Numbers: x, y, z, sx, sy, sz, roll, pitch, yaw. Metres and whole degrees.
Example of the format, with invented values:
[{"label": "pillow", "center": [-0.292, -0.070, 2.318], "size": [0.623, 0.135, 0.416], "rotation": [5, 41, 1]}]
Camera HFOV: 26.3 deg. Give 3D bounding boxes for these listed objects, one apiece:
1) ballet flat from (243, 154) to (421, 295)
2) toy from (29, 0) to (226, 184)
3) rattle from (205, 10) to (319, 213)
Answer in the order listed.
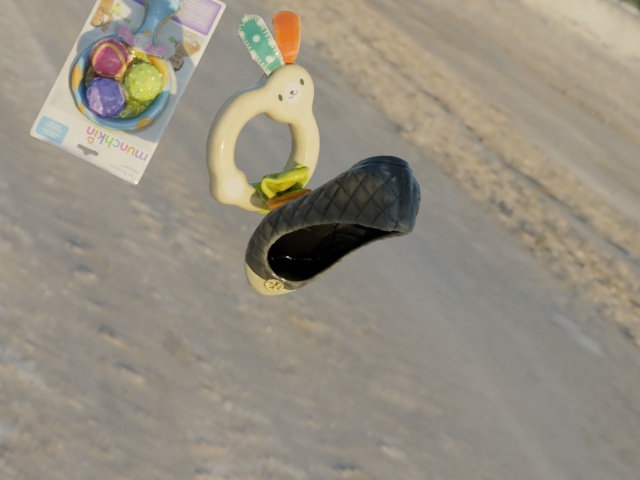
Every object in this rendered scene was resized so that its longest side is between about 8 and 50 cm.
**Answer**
[{"label": "ballet flat", "center": [0.000, 0.000, 0.855], "size": [0.057, 0.173, 0.049], "rotation": [18, 58, -26]}, {"label": "toy", "center": [-0.219, -0.201, 1.558], "size": [0.137, 0.237, 0.056], "rotation": [26, -10, -1]}, {"label": "rattle", "center": [-0.028, -0.116, 1.312], "size": [0.130, 0.199, 0.143], "rotation": [16, 6, -21]}]
